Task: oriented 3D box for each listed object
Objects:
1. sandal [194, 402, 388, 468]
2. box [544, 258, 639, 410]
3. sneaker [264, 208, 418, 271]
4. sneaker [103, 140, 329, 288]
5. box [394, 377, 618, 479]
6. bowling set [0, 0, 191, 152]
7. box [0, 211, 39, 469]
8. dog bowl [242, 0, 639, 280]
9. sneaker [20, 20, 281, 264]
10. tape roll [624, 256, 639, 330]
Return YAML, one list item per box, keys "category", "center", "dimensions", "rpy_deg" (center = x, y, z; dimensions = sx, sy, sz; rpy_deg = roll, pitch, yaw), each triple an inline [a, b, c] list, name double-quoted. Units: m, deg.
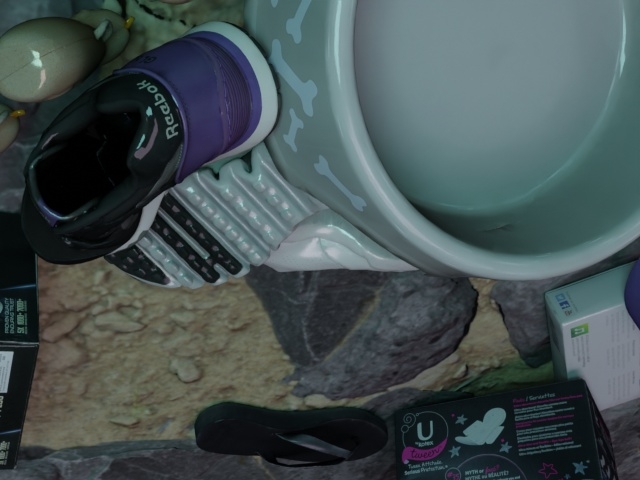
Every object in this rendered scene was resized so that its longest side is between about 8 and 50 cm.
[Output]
- category: "sandal"
  center: [-0.032, 0.252, 1.091]
  dimensions: [0.254, 0.055, 0.097]
  rpy_deg: [8, 132, -25]
- category: "box"
  center: [0.443, 0.095, 1.094]
  dimensions: [0.321, 0.059, 0.232]
  rpy_deg: [-19, 138, 3]
- category: "sneaker"
  center: [0.000, 0.000, 0.841]
  dimensions: [0.212, 0.080, 0.094]
  rpy_deg: [10, 143, -18]
- category: "sneaker"
  center: [-0.054, -0.055, 0.722]
  dimensions: [0.292, 0.118, 0.110]
  rpy_deg: [-25, 125, 18]
- category: "box"
  center: [0.237, 0.286, 1.118]
  dimensions: [0.247, 0.142, 0.163]
  rpy_deg: [-14, 141, 21]
- category: "bowling set"
  center: [-0.200, -0.174, 0.557]
  dimensions: [0.287, 0.154, 0.200]
  rpy_deg: [-29, 105, 15]
- category: "box"
  center: [-0.293, 0.088, 0.765]
  dimensions: [0.077, 0.147, 0.180]
  rpy_deg: [5, 134, -23]
- category: "dog bowl"
  center: [0.128, -0.132, 0.590]
  dimensions: [0.348, 0.102, 0.349]
  rpy_deg: [-5, 103, -22]
- category: "sneaker"
  center: [-0.159, -0.047, 0.590]
  dimensions: [0.283, 0.107, 0.124]
  rpy_deg: [-32, -177, 44]
- category: "tape roll"
  center: [0.433, 0.058, 0.955]
  dimensions: [0.188, 0.080, 0.189]
  rpy_deg: [-8, 131, -9]
